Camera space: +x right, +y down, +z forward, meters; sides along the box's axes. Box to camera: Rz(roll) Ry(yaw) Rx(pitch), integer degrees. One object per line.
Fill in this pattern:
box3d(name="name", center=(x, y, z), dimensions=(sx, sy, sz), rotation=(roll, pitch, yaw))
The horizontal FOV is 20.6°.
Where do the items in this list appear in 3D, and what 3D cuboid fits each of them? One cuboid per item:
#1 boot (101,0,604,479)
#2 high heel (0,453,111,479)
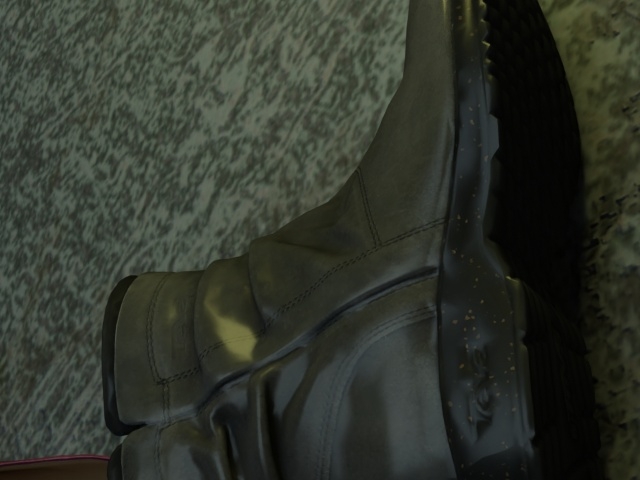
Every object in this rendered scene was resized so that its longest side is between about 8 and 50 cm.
box3d(name="boot", center=(0.000, 0.000, 0.810), dimensions=(0.223, 0.118, 0.338), rotation=(-14, 53, 24))
box3d(name="high heel", center=(-0.121, 0.159, 0.893), dimensions=(0.377, 0.181, 0.127), rotation=(-22, 54, 45))
